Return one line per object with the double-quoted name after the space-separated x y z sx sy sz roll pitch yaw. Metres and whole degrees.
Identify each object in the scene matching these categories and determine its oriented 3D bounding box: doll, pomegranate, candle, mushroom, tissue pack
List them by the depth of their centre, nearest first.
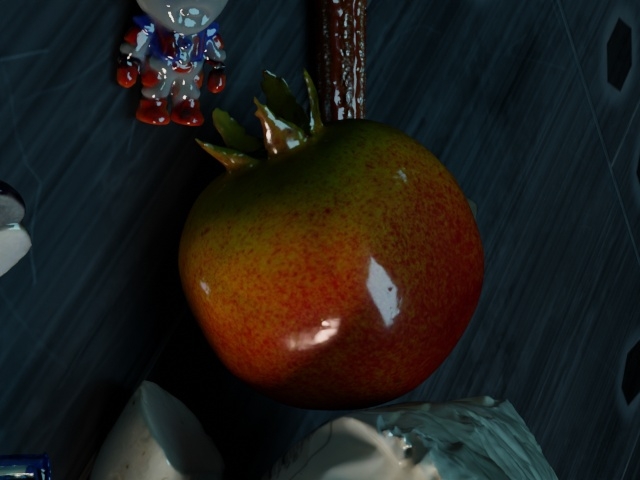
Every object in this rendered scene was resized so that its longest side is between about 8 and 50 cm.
-0.096 -0.176 0.887 0.104 0.062 0.194 4 102 -14 "doll"
-0.132 0.214 0.905 0.116 0.093 0.225 -34 146 -80 "mushroom"
0.004 0.267 0.907 0.375 0.195 0.390 -45 167 13 "tissue pack"
0.000 0.000 0.947 0.221 0.221 0.256 -38 112 -47 "pomegranate"
0.017 -0.199 1.064 0.051 0.048 0.329 -28 121 -61 "candle"

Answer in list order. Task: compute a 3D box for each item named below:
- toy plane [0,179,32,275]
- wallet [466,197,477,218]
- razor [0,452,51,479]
-0.298 0.025 0.585 0.204 0.103 0.316 -51 148 17 "toy plane"
0.096 0.003 1.243 0.153 0.039 0.117 20 79 -53 "wallet"
-0.200 0.270 0.842 0.056 0.093 0.324 -96 -178 -66 "razor"
